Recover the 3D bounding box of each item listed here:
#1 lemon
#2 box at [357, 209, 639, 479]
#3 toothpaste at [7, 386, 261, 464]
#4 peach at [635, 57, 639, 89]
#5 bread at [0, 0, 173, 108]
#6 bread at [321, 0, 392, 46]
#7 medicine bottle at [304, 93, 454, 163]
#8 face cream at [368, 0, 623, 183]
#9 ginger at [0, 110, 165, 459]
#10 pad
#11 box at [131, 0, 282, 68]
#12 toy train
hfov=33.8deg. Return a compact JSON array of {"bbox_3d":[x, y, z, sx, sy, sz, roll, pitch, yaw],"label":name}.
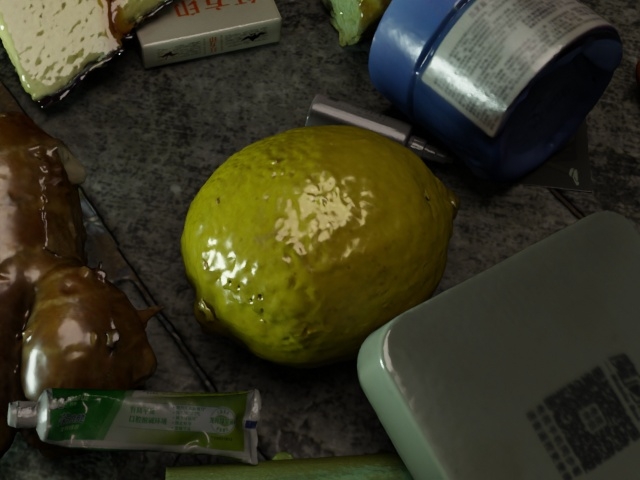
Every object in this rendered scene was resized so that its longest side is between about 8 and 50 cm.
[{"bbox_3d":[0.000,0.000,1.152,0.321,0.268,0.268,-27,62,-21],"label":"lemon"},{"bbox_3d":[0.265,0.187,1.082,0.373,0.090,0.367,-24,79,-28],"label":"box"},{"bbox_3d":[-0.178,0.177,1.032,0.247,0.047,0.078,6,74,-17],"label":"toothpaste"},{"bbox_3d":[0.494,-0.226,1.465,0.100,0.101,0.101,3,55,-4],"label":"peach"},{"bbox_3d":[-0.344,-0.415,1.510,0.345,0.242,0.405,-29,92,-13],"label":"bread"},{"bbox_3d":[0.122,-0.397,1.487,0.252,0.196,0.239,-17,62,-13],"label":"bread"},{"bbox_3d":[0.080,-0.136,1.380,0.199,0.058,0.058,20,56,8],"label":"medicine bottle"},{"bbox_3d":[0.221,-0.224,1.337,0.249,0.249,0.225,-32,62,-24],"label":"face cream"},{"bbox_3d":[-0.298,0.045,1.145,0.254,0.176,0.419,-4,64,-6],"label":"ginger"},{"bbox_3d":[0.304,-0.148,1.442,0.127,0.004,0.190,6,54,-1],"label":"pad"},{"bbox_3d":[-0.206,-0.413,1.549,0.204,0.051,0.365,-14,58,-14],"label":"box"},{"bbox_3d":[-0.024,0.284,1.035,0.307,0.126,0.190,-2,55,-6],"label":"toy train"}]
